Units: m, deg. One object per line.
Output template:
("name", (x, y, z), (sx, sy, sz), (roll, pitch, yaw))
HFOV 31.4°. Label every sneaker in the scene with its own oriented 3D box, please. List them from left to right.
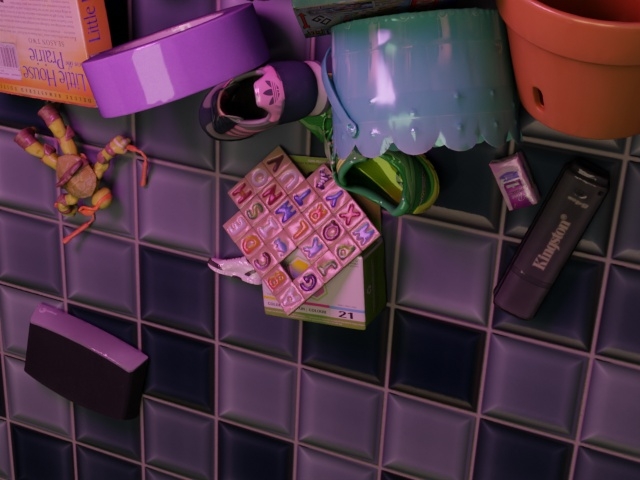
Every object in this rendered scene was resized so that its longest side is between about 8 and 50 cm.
("sneaker", (-0.144, 0.043, 1.983), (0.109, 0.040, 0.043), (15, 102, 16))
("sneaker", (-0.125, -0.215, 1.744), (0.319, 0.131, 0.112), (-12, 90, 53))
("sneaker", (0.055, -0.150, 1.734), (0.295, 0.123, 0.109), (42, 123, 11))

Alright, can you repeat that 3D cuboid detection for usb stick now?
("usb stick", (0.345, 0.004, 1.714), (0.077, 0.045, 0.278), (31, 122, 11))

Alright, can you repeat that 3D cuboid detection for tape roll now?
("tape roll", (-0.218, -0.274, 1.724), (0.275, 0.275, 0.090), (-11, 107, 30))

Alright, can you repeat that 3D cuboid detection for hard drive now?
("hard drive", (-0.464, 0.243, 2.216), (0.255, 0.054, 0.172), (24, 121, 15))

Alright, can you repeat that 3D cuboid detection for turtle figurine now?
("turtle figurine", (-0.445, -0.121, 2.019), (0.217, 0.087, 0.269), (48, 124, -1))

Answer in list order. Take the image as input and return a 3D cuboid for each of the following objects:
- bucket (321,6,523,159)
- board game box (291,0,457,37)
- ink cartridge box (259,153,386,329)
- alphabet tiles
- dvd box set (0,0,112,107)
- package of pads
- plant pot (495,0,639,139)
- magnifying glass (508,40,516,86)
("bucket", (0.138, -0.212, 1.558), (0.281, 0.281, 0.183), (-2, 96, 27))
("board game box", (0.074, -0.320, 1.502), (0.214, 0.317, 0.046), (-7, 94, 3))
("ink cartridge box", (0.000, 0.000, 1.852), (0.189, 0.097, 0.255), (7, 116, 24))
("alphabet tiles", (-0.044, -0.031, 1.829), (0.198, 0.009, 0.237), (-42, 67, 10))
("dvd box set", (-0.472, -0.438, 1.854), (0.308, 0.062, 0.420), (13, 119, 41))
("package of pads", (0.292, -0.089, 1.706), (0.050, 0.032, 0.083), (-17, 104, 34))
("plant pot", (0.364, -0.268, 1.461), (0.291, 0.291, 0.203), (16, 136, 19))
("magnifying glass", (0.188, -0.252, 1.689), (0.231, 0.026, 0.092), (-1, 111, 25))
